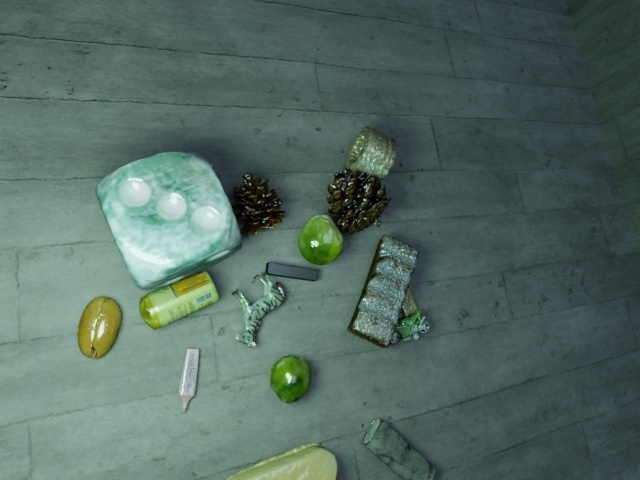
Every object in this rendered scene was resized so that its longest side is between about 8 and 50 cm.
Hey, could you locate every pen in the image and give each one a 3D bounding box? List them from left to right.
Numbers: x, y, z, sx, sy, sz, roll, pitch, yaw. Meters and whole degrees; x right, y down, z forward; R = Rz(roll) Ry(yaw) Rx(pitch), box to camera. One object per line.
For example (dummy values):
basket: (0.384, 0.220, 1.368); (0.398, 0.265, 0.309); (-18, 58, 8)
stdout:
pen: (-0.425, 0.448, 1.364); (0.053, 0.032, 0.197); (10, 73, -21)

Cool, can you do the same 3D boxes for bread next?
bread: (-0.669, 0.262, 1.286); (0.114, 0.077, 0.189); (12, 70, -24)
bread: (0.247, 0.192, 1.647); (0.165, 0.113, 0.416); (22, 70, 0)
bread: (0.343, 0.231, 1.736); (0.068, 0.028, 0.153); (-19, 83, -23)

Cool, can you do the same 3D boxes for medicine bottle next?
medicine bottle: (-0.456, 0.191, 1.365); (0.239, 0.124, 0.124); (-22, 87, -25)

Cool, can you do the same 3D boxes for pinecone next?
pinecone: (-0.232, -0.132, 1.509); (0.185, 0.169, 0.212); (-42, 109, -39)
pinecone: (0.135, -0.147, 1.639); (0.243, 0.243, 0.257); (-32, 48, -26)

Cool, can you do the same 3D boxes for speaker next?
speaker: (-0.106, 0.118, 1.570); (0.191, 0.040, 0.046); (11, 76, -20)

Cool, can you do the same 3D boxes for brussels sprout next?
brussels sprout: (-0.093, 0.470, 1.445); (0.149, 0.122, 0.151); (-36, 91, -23)
brussels sprout: (-0.004, 0.000, 1.581); (0.144, 0.162, 0.180); (11, 59, -52)

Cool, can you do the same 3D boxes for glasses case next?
glasses case: (0.290, 0.793, 1.560); (0.299, 0.060, 0.114); (43, 65, -8)

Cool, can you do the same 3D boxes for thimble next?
thimble: (0.206, -0.345, 1.710); (0.148, 0.229, 0.195); (21, 98, -17)

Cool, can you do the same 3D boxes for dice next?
dice: (-0.450, -0.059, 1.302); (0.348, 0.330, 0.327); (-24, 87, -23)

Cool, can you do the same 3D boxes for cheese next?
cheese: (-0.085, 0.825, 1.374); (0.384, 0.104, 0.383); (6, 75, -21)

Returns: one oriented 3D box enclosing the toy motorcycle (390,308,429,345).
toy motorcycle: (0.338, 0.342, 1.681); (0.190, 0.074, 0.106); (-19, 90, -11)

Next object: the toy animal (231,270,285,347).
toy animal: (-0.237, 0.226, 1.470); (0.170, 0.090, 0.255); (41, 68, -14)
